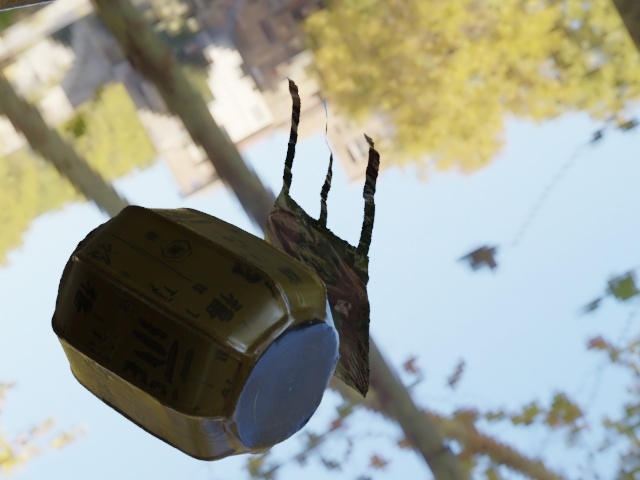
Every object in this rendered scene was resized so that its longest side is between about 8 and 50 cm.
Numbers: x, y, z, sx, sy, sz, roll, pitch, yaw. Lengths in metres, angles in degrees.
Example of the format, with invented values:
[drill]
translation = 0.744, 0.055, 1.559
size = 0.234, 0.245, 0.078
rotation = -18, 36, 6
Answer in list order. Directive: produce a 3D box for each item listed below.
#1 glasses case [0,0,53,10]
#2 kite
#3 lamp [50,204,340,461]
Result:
[glasses case]
translation = -0.137, -0.216, 1.252
size = 0.218, 0.075, 0.049
rotation = -15, 168, -29
[kite]
translation = 0.003, -0.002, 1.831
size = 0.022, 0.204, 0.360
rotation = -28, 146, -30
[lamp]
translation = -0.088, 0.064, 1.268
size = 0.185, 0.161, 0.161
rotation = 28, -131, 34
